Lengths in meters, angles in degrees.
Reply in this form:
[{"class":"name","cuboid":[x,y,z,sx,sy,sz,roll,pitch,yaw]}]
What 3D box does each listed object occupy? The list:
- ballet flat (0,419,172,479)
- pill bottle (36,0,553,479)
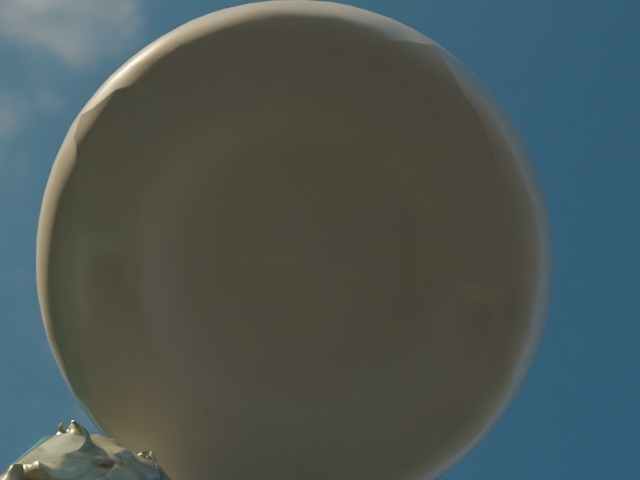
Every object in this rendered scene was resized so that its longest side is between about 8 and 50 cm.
[{"class":"ballet flat","cuboid":[-0.174,0.225,0.589,0.147,0.409,0.147,35,-28,22]},{"class":"pill bottle","cuboid":[0.000,0.000,0.911,0.224,0.392,0.224,0,-87,4]}]
